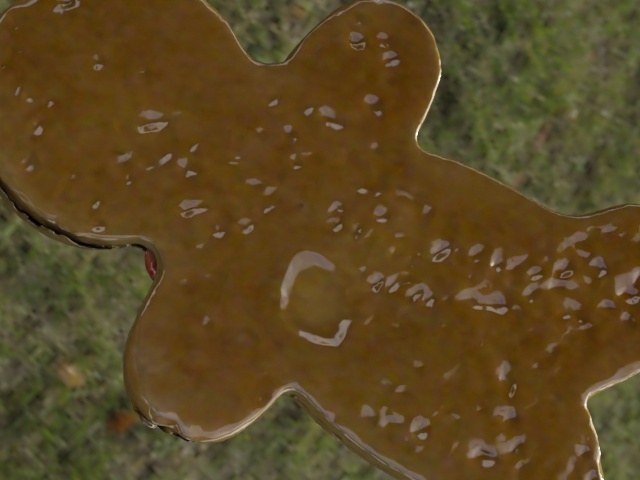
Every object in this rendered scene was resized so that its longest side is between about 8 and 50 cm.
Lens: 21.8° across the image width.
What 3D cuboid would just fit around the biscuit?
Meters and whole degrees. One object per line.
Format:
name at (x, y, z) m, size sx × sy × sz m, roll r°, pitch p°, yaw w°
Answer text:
biscuit at (0.000, 0.000, 0.740) m, size 0.339 × 0.047 × 0.216 m, roll 28°, pitch 77°, yaw -10°
